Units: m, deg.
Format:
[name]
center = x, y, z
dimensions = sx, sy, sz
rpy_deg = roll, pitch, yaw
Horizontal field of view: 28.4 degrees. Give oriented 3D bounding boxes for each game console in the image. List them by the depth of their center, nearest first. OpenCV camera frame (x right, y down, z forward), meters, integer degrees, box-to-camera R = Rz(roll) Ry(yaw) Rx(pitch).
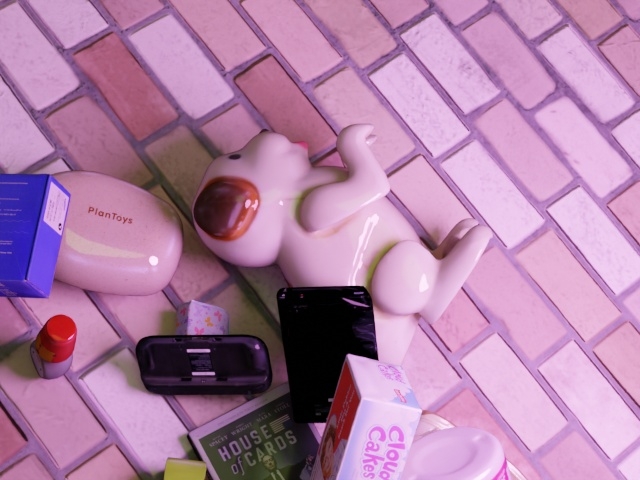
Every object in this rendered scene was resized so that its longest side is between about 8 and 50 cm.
[game console]
center = -0.095, 0.168, 1.841
dimensions = 0.361, 0.213, 0.044
rpy_deg = -2, 26, 10

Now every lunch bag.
[lunch bag]
center = -0.178, 0.137, 1.927
dimensions = 0.083, 0.053, 0.071
rpy_deg = 16, 64, -33

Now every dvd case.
[dvd case]
center = -0.066, 0.353, 1.882
dimensions = 0.179, 0.029, 0.239
rpy_deg = -26, 77, -20

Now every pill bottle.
[pill bottle]
center = 0.213, 0.421, 1.785
dimensions = 0.160, 0.160, 0.283
rpy_deg = -27, 112, -20

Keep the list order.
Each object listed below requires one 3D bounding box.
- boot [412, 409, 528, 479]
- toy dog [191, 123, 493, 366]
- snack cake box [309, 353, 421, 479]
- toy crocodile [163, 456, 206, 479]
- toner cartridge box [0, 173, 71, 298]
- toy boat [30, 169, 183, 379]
[boot]
center = 0.200, 0.377, 1.904
dimensions = 0.213, 0.077, 0.165
rpy_deg = 33, 66, 7
[toy dog]
center = 0.000, 0.000, 1.930
dimensions = 0.408, 0.284, 0.395
rpy_deg = 33, 103, 0
[snack cake box]
center = 0.051, 0.312, 1.757
dimensions = 0.089, 0.152, 0.264
rpy_deg = 13, 106, -9
[toy crocodile]
center = -0.183, 0.455, 1.743
dimensions = 0.115, 0.105, 0.341
rpy_deg = -3, 58, -15
[toner cartridge box]
center = -0.543, -0.009, 1.815
dimensions = 0.347, 0.075, 0.165
rpy_deg = 2, 67, 17
[toy boat]
center = -0.359, 0.048, 1.888
dimensions = 0.267, 0.148, 0.318
rpy_deg = 21, 59, -9
